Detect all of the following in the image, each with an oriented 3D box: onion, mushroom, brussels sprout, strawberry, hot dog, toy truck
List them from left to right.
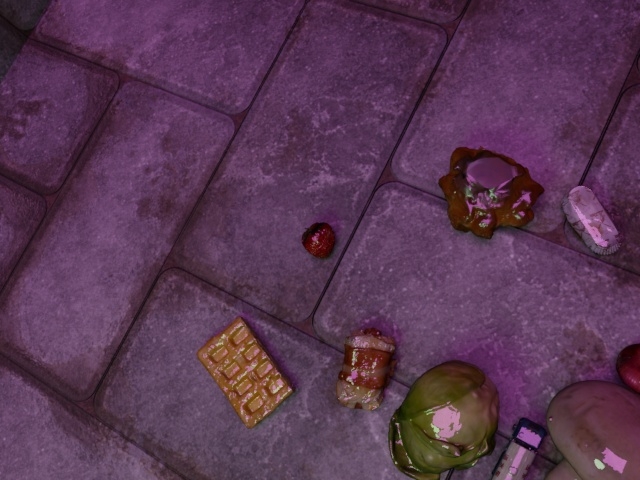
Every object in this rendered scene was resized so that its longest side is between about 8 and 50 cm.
[{"bbox_3d":[0.000,0.001,1.655,0.106,0.106,0.106,-4,73,15],"label":"strawberry"},{"bbox_3d":[0.115,0.330,1.525,0.146,0.103,0.213,18,89,-2],"label":"hot dog"},{"bbox_3d":[0.289,0.419,1.363,0.227,0.259,0.294,43,65,14],"label":"brussels sprout"},{"bbox_3d":[0.453,0.513,1.378,0.074,0.088,0.202,27,83,22],"label":"toy truck"},{"bbox_3d":[0.685,-0.051,1.495,0.099,0.053,0.192,-31,72,7],"label":"hot dog"},{"bbox_3d":[0.612,0.470,1.289,0.292,0.292,0.290,36,123,22],"label":"mushroom"},{"bbox_3d":[0.748,0.270,1.320,0.150,0.140,0.150,-3,32,2],"label":"onion"}]

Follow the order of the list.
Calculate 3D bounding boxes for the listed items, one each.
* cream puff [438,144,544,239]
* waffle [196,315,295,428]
[{"bbox_3d":[0.427,-0.131,1.535,0.241,0.155,0.269,-32,70,6],"label":"cream puff"},{"bbox_3d":[-0.205,0.359,1.625,0.168,0.057,0.274,-42,68,2],"label":"waffle"}]
